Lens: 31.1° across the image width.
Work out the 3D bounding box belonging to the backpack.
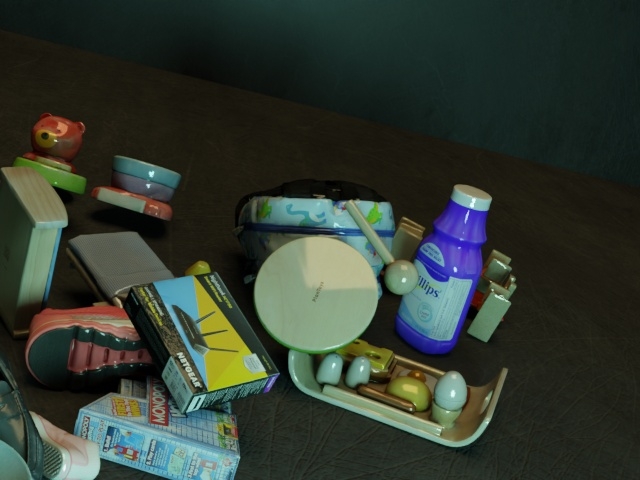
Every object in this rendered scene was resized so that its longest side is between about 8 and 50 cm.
[{"bbox_3d":[0.000,0.000,1.944,0.290,0.273,0.355,8,-15,-9],"label":"backpack"}]

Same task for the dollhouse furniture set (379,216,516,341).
[{"bbox_3d":[0.232,0.077,2.171,0.259,0.135,0.262,28,19,0],"label":"dollhouse furniture set"}]

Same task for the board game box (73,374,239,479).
[{"bbox_3d":[-0.205,0.225,1.428,0.194,0.060,0.194,13,19,-13],"label":"board game box"}]

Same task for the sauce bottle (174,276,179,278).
[{"bbox_3d":[-0.273,0.081,1.808,0.042,0.042,0.128,30,21,35],"label":"sauce bottle"}]

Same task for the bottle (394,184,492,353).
[{"bbox_3d":[0.212,0.047,1.934,0.092,0.283,0.118,2,25,-36],"label":"bottle"}]

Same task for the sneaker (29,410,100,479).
[{"bbox_3d":[-0.302,0.240,1.326,0.070,0.051,0.134,18,5,-44],"label":"sneaker"}]

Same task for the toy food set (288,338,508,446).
[{"bbox_3d":[0.122,0.191,1.743,0.306,0.092,0.220,20,19,10],"label":"toy food set"}]

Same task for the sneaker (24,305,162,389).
[{"bbox_3d":[-0.246,0.132,1.573,0.313,0.116,0.136,8,19,-22],"label":"sneaker"}]

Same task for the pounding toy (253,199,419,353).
[{"bbox_3d":[0.013,0.082,1.726,0.237,0.110,0.183,-37,70,-17],"label":"pounding toy"}]

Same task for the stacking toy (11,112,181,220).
[{"bbox_3d":[-0.402,-0.141,2.074,0.309,0.130,0.279,17,-2,-3],"label":"stacking toy"}]

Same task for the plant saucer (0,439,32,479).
[{"bbox_3d":[-0.392,0.263,1.165,0.195,0.037,0.195,9,29,-5],"label":"plant saucer"}]

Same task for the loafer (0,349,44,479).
[{"bbox_3d":[-0.369,0.194,1.291,0.076,0.078,0.223,-28,48,-6],"label":"loafer"}]

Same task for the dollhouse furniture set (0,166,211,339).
[{"bbox_3d":[-0.335,-0.020,1.699,0.303,0.198,0.286,-5,39,-37],"label":"dollhouse furniture set"}]

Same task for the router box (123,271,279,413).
[{"bbox_3d":[-0.154,0.126,1.468,0.133,0.046,0.179,-10,53,-39],"label":"router box"}]
